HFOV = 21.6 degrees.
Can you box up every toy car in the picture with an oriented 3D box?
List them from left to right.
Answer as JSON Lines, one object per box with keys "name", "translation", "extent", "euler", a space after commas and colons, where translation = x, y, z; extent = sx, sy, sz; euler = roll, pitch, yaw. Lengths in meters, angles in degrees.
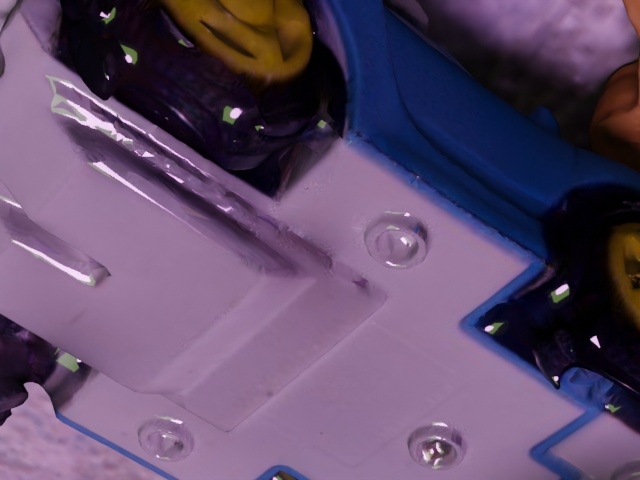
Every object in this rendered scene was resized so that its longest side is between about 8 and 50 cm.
{"name": "toy car", "translation": [0.000, 0.000, 0.553], "extent": [0.314, 0.166, 0.198], "euler": [32, 132, -17]}

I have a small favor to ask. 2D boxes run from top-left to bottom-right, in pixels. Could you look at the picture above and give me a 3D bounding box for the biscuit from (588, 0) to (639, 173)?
{"name": "biscuit", "translation": [0.200, -0.008, 0.573], "extent": [0.202, 0.044, 0.288], "euler": [-15, 119, 23]}
